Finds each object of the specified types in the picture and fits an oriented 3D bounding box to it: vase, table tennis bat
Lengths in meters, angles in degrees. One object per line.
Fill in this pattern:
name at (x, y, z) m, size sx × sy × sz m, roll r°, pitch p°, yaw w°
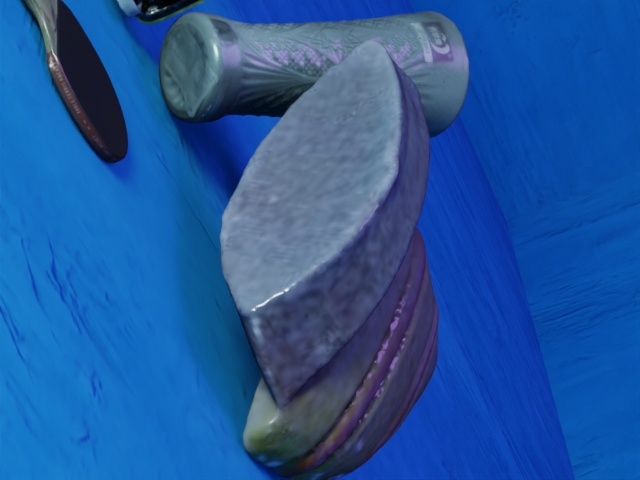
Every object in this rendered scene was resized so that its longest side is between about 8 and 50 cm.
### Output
vase at (-0.006, -0.120, 1.143) m, size 0.219 × 0.096 × 0.096 m, roll -3°, pitch 67°, yaw -38°
table tennis bat at (-0.145, -0.111, 0.911) m, size 0.087 × 0.013 × 0.156 m, roll -97°, pitch 163°, yaw -51°

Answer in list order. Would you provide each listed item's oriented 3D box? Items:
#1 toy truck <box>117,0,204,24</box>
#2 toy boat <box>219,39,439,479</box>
toy truck at (-0.132, -0.245, 1.049) m, size 0.191 × 0.085 × 0.116 m, roll 57°, pitch 11°, yaw -41°
toy boat at (0.022, 0.045, 1.069) m, size 0.276 × 0.111 × 0.293 m, roll -55°, pitch 141°, yaw -50°
